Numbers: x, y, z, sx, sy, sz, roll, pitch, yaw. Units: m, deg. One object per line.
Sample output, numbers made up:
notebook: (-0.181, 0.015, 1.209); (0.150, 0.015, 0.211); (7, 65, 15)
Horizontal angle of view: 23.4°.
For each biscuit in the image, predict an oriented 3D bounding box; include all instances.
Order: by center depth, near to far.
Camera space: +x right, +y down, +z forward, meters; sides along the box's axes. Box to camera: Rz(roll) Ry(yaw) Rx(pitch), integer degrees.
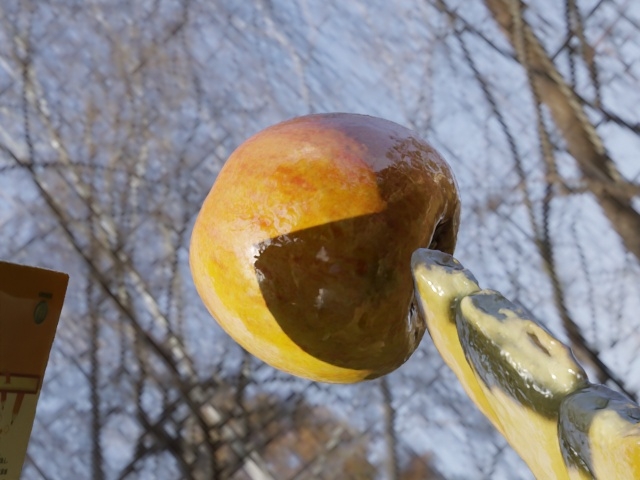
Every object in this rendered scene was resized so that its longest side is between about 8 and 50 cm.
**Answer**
biscuit: (0.146, 0.115, 0.899); (0.045, 0.299, 0.154); (-30, -59, -12)

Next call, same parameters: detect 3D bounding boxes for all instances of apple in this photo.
apple: (0.000, 0.000, 1.635); (0.299, 0.275, 0.299); (-58, -17, -29)

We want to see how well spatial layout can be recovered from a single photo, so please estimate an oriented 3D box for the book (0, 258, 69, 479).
book: (-0.306, 0.160, 1.342); (0.208, 0.020, 0.296); (21, -98, -70)
